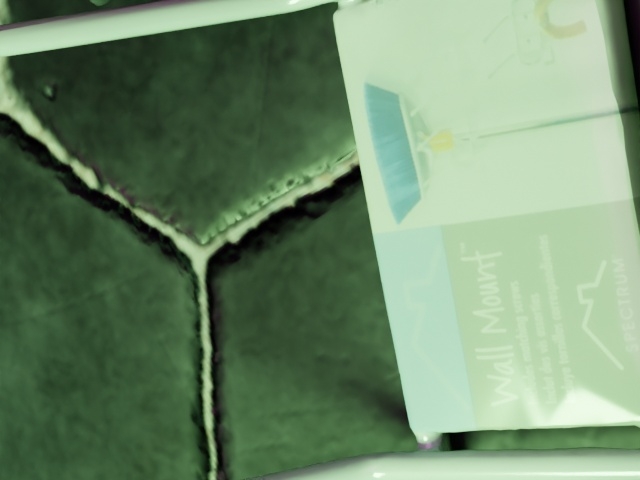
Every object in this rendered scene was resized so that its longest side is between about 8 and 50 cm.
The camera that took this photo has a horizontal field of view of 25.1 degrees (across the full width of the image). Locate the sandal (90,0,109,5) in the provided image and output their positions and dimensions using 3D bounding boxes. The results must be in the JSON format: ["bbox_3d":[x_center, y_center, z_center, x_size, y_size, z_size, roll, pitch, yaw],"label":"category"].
[{"bbox_3d":[-0.139,-0.175,0.542,0.054,0.254,0.097,-44,67,5],"label":"sandal"}]

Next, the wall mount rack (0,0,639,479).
[{"bbox_3d":[0.000,0.000,0.537,0.304,0.130,0.350,-8,93,35],"label":"wall mount rack"}]
